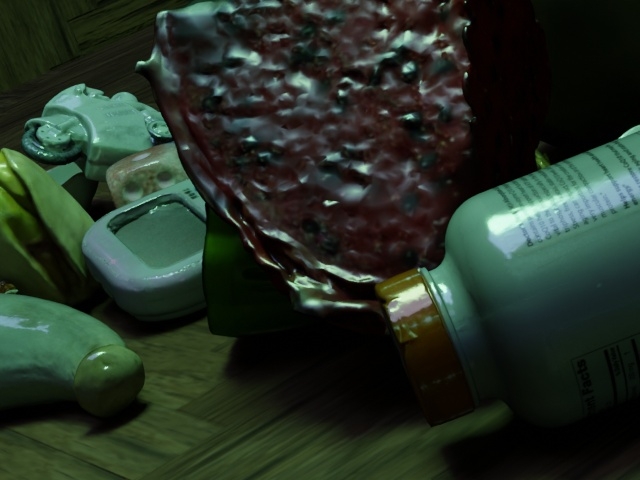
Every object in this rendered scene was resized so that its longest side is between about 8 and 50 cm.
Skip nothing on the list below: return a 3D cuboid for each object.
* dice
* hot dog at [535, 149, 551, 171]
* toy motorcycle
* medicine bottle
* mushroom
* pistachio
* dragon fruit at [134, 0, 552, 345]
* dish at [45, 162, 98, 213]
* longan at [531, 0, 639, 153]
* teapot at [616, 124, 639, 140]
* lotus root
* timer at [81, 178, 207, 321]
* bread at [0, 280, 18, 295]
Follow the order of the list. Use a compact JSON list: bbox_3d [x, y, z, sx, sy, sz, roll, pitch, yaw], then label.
[{"bbox_3d":[-0.190,-0.055,1.825,0.093,0.091,0.094,-20,15,0],"label":"dice"},{"bbox_3d":[0.155,-0.036,1.381,0.109,0.072,0.269,-15,18,10],"label":"hot dog"},{"bbox_3d":[-0.239,-0.132,1.960,0.260,0.110,0.171,5,36,-15],"label":"toy motorcycle"},{"bbox_3d":[0.184,0.021,0.996,0.289,0.157,0.157,-21,16,0],"label":"medicine bottle"},{"bbox_3d":[-0.247,0.099,1.380,0.270,0.103,0.118,-2,24,35],"label":"mushroom"},{"bbox_3d":[-0.299,-0.008,1.628,0.117,0.200,0.145,-38,40,0],"label":"pistachio"},{"bbox_3d":[0.038,-0.040,1.222,0.286,0.329,0.228,-13,-19,16],"label":"dragon fruit"},{"bbox_3d":[-0.379,-0.039,2.031,0.212,0.077,0.151,-18,18,6],"label":"dish"},{"bbox_3d":[0.300,-0.282,1.419,0.404,0.404,0.436,-32,19,-34],"label":"longan"},{"bbox_3d":[0.337,-0.052,1.144,0.246,0.116,0.159,-15,4,27],"label":"teapot"},{"bbox_3d":[0.000,0.000,1.326,0.186,0.186,0.186,-19,16,6],"label":"lotus root"},{"bbox_3d":[-0.128,0.005,1.563,0.191,0.069,0.208,-24,28,-17],"label":"timer"},{"bbox_3d":[-0.361,0.103,1.551,0.161,0.073,0.160,-16,18,5],"label":"bread"}]
